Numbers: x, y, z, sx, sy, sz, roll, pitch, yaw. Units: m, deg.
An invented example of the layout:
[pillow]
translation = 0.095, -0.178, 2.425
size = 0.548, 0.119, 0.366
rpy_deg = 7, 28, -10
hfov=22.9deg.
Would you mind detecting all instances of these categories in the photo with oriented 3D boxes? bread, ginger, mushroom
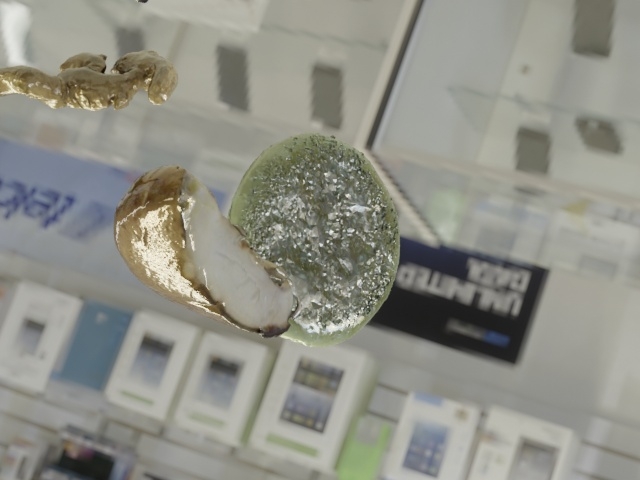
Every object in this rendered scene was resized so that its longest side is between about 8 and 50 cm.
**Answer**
[bread]
translation = 0.000, 0.000, 1.893
size = 0.267, 0.267, 0.040
rpy_deg = 29, 161, -36
[ginger]
translation = -0.313, -0.210, 2.067
size = 0.259, 0.065, 0.149
rpy_deg = -2, -159, 1
[mushroom]
translation = -0.091, 0.014, 1.166
size = 0.094, 0.072, 0.210
rpy_deg = 18, 163, 27

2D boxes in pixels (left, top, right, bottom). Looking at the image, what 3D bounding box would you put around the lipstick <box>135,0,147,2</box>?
[lipstick]
translation = -0.178, -0.353, 1.824
size = 0.027, 0.176, 0.027
rpy_deg = 19, -152, -11
